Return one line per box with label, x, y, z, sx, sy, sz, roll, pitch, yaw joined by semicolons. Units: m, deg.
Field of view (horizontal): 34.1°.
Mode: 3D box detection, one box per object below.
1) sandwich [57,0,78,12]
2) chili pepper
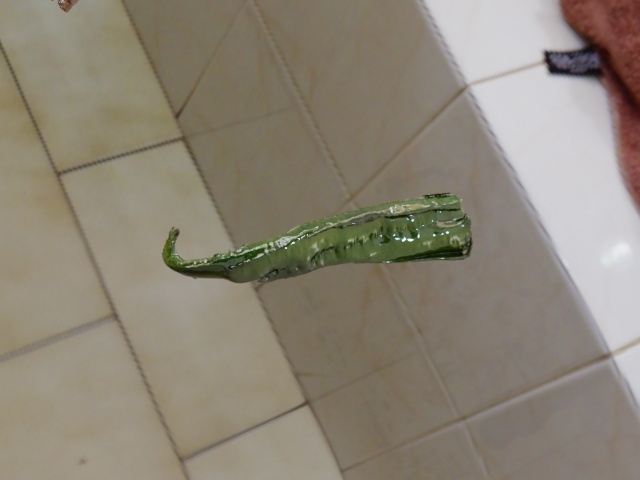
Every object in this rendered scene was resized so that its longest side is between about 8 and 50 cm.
sandwich;-0.432;-0.490;1.799;0.109;0.184;0.160;-16;118;-30
chili pepper;0.000;0.000;1.197;0.358;0.076;0.085;-6;77;-11
